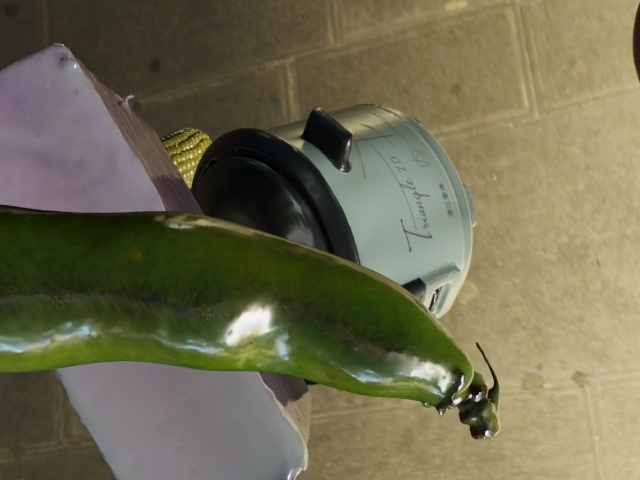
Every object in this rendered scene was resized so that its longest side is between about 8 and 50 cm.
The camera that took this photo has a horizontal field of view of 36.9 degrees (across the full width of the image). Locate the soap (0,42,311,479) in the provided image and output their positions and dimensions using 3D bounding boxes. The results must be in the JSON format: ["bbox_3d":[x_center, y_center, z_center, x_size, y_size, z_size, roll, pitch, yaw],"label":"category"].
[{"bbox_3d":[-0.111,0.035,0.661,0.107,0.296,0.285,-32,87,-1],"label":"soap"}]

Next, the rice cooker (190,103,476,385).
[{"bbox_3d":[0.000,0.000,0.898,0.241,0.227,0.281,45,136,28],"label":"rice cooker"}]

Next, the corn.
[{"bbox_3d":[-0.228,-0.079,1.238,0.080,0.231,0.080,22,128,31],"label":"corn"}]

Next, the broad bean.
[{"bbox_3d":[-0.055,0.022,0.332,0.254,0.046,0.065,9,90,-9],"label":"broad bean"}]

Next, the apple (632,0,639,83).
[{"bbox_3d":[0.475,-0.228,1.110,0.218,0.218,0.201,-10,35,20],"label":"apple"}]
